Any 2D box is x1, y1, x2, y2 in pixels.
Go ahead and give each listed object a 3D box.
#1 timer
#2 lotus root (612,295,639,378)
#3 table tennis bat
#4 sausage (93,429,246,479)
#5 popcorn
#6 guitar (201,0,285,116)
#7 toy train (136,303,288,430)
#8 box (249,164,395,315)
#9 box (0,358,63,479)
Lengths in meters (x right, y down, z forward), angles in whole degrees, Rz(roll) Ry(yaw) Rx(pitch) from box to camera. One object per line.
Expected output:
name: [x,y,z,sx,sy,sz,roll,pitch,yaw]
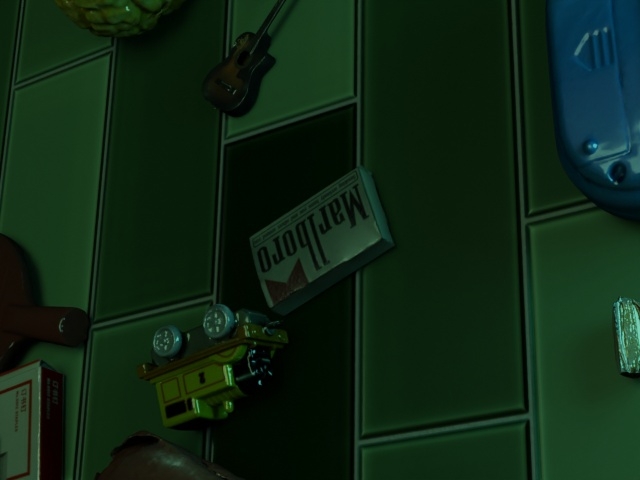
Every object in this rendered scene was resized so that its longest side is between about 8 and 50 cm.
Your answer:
timer: [0.383,-0.199,1.399,0.309,0.115,0.340,-15,62,29]
lotus root: [0.315,0.099,1.375,0.037,0.030,0.083,-3,69,3]
table tennis bat: [-0.491,0.112,1.984,0.414,0.051,0.268,1,73,40]
sausage: [-0.156,0.321,1.565,0.279,0.152,0.152,24,87,43]
popcorn: [-0.302,-0.414,1.976,0.250,0.190,0.250,-3,69,7]
guitar: [-0.078,-0.275,1.845,0.088,0.025,0.233,36,93,42]
toy train: [-0.129,0.155,1.661,0.219,0.089,0.127,-23,69,28]
box: [0.000,0.000,1.658,0.177,0.036,0.115,-33,55,22]
box: [-0.404,0.285,1.837,0.123,0.050,0.229,-20,60,30]
